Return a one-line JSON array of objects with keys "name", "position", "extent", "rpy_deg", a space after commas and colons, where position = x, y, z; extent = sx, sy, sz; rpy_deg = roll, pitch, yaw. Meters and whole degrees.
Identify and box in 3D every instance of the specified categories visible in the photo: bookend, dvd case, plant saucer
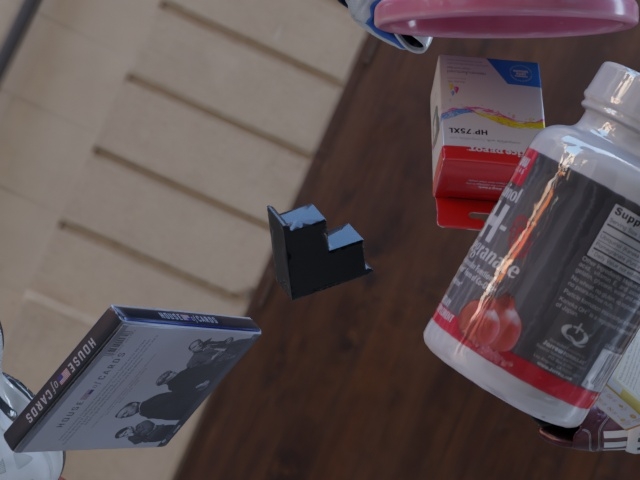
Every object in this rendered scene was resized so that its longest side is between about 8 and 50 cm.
[{"name": "bookend", "position": [0.000, 0.000, 2.272], "extent": [0.072, 0.156, 0.157], "rpy_deg": [-130, -153, -50]}, {"name": "dvd case", "position": [-0.182, 0.142, 1.341], "extent": [0.029, 0.179, 0.239], "rpy_deg": [49, 18, 26]}, {"name": "plant saucer", "position": [0.234, -0.309, 1.694], "extent": [0.332, 0.084, 0.332], "rpy_deg": [0, 4, 0]}]

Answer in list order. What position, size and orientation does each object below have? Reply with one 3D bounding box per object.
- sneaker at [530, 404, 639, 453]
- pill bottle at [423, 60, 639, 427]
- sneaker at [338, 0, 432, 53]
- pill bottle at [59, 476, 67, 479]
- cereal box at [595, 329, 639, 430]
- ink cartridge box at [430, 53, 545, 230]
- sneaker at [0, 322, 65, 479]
[{"name": "sneaker", "position": [0.391, 0.227, 2.062], "extent": [0.163, 0.106, 0.281], "rpy_deg": [-6, 28, -5]}, {"name": "pill bottle", "position": [0.246, 0.001, 1.264], "extent": [0.176, 0.318, 0.176], "rpy_deg": [29, 6, -3]}, {"name": "sneaker", "position": [0.179, -0.358, 2.037], "extent": [0.323, 0.236, 0.130], "rpy_deg": [16, -35, -23]}, {"name": "pill bottle", "position": [-0.455, 0.421, 2.128], "extent": [0.216, 0.121, 0.121], "rpy_deg": [35, -8, -10]}, {"name": "cereal box", "position": [0.289, 0.068, 1.461], "extent": [0.240, 0.173, 0.047], "rpy_deg": [41, -36, -11]}, {"name": "ink cartridge box", "position": [0.211, -0.122, 1.677], "extent": [0.134, 0.231, 0.078], "rpy_deg": [4, -38, -4]}, {"name": "sneaker", "position": [-0.454, 0.254, 1.562], "extent": [0.169, 0.257, 0.447], "rpy_deg": [12, -36, 17]}]
